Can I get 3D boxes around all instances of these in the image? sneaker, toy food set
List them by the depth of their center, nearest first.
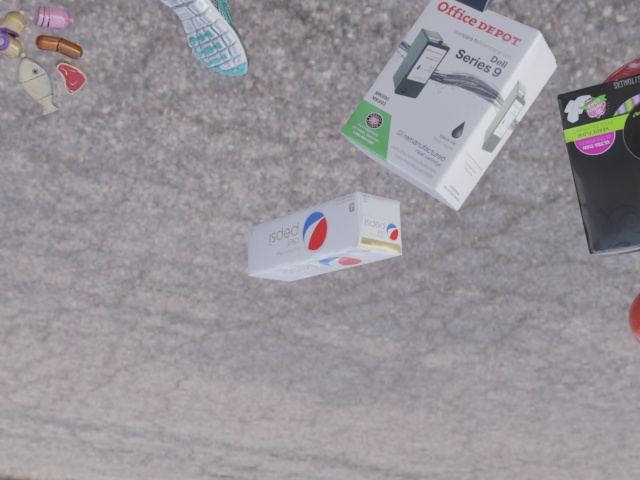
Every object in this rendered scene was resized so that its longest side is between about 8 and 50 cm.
[{"bbox_3d":[-0.262,-0.182,0.774,0.078,0.019,0.122,-32,131,-6],"label":"toy food set"},{"bbox_3d":[-0.118,-0.254,0.874,0.065,0.076,0.166,-1,138,34],"label":"sneaker"}]

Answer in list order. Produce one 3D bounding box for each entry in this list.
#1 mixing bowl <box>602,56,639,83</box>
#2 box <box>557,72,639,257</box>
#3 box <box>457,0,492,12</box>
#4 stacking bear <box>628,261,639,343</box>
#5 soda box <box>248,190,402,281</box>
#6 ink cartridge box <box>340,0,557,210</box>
[{"bbox_3d":[0.350,-0.093,0.774,0.182,0.181,0.098,2,-171,2],"label":"mixing bowl"},{"bbox_3d":[0.162,-0.037,0.413,0.062,0.083,0.052,-12,173,25],"label":"box"},{"bbox_3d":[0.119,-0.309,0.737,0.156,0.158,0.093,28,144,10],"label":"box"},{"bbox_3d":[0.499,0.039,1.073,0.164,0.175,0.289,-8,133,-17],"label":"stacking bear"},{"bbox_3d":[0.000,0.000,1.012,0.074,0.069,0.216,10,162,-39],"label":"soda box"},{"bbox_3d":[0.205,-0.230,1.315,0.211,0.289,0.121,35,-177,32],"label":"ink cartridge box"}]
